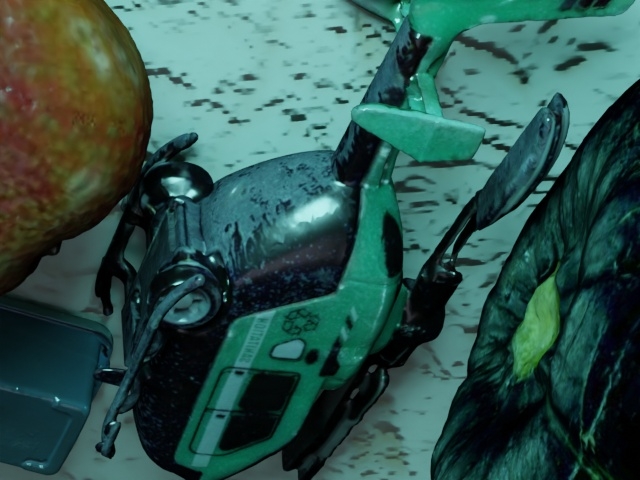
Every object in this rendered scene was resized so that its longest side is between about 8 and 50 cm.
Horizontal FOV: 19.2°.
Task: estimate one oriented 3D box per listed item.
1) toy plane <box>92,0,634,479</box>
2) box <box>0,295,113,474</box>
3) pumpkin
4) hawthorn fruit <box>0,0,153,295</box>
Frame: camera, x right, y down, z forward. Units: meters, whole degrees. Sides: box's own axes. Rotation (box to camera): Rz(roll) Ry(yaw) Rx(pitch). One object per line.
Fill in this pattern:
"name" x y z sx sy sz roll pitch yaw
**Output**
"toy plane" 0.000 0.000 0.842 0.155 0.106 0.382 10 131 -19
"box" -0.157 0.072 0.929 0.099 0.054 0.074 17 132 -17
"pumpkin" 0.188 0.066 0.768 0.238 0.315 0.315 26 129 -1
"hawthorn fruit" -0.160 -0.068 0.732 0.169 0.169 0.188 -27 117 21
